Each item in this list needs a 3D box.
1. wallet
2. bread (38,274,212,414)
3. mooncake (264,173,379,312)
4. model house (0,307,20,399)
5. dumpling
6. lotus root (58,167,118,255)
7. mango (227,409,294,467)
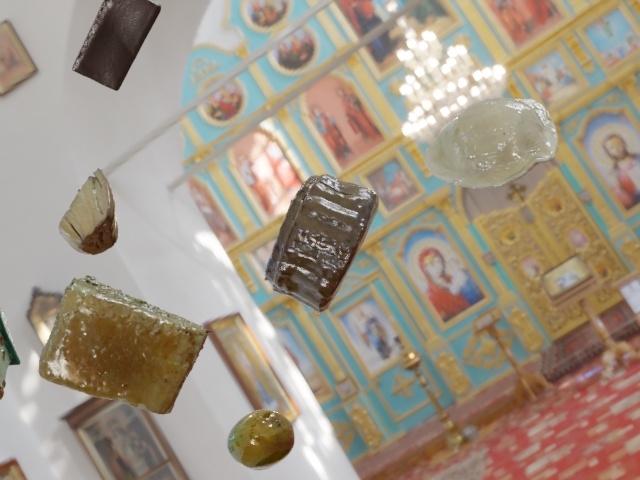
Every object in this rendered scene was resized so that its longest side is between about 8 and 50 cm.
[{"bbox_3d":[-0.480,-0.477,2.180,0.244,0.124,0.025,-56,21,23],"label":"wallet"},{"bbox_3d":[-0.253,0.139,1.192,0.138,0.196,0.102,-63,12,8],"label":"bread"},{"bbox_3d":[0.001,0.000,2.197,0.324,0.187,0.324,25,-90,-85],"label":"mooncake"},{"bbox_3d":[-0.527,0.156,1.412,0.100,0.127,0.149,-6,34,4],"label":"model house"},{"bbox_3d":[0.318,-0.168,1.681,0.252,0.179,0.131,-20,-37,-5],"label":"dumpling"},{"bbox_3d":[-0.438,-0.038,1.824,0.095,0.135,0.159,24,-67,-42],"label":"lotus root"},{"bbox_3d":[-0.134,0.476,2.158,0.156,0.114,0.251,-25,-31,-11],"label":"mango"}]
